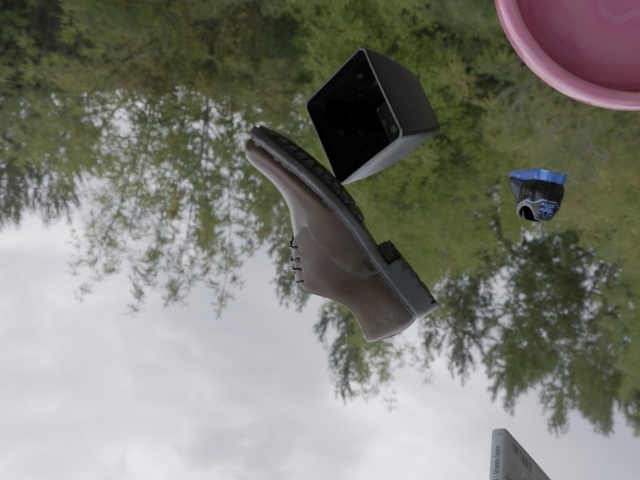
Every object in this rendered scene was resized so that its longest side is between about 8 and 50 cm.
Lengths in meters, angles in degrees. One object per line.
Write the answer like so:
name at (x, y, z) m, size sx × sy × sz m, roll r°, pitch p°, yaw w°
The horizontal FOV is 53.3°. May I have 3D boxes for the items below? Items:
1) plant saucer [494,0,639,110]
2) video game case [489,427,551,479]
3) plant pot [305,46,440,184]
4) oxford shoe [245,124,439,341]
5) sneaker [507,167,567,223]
plant saucer at (0.372, -0.318, 0.772) m, size 0.333 × 0.331 × 0.084 m, roll 13°, pitch -179°, yaw 2°
video game case at (0.201, 0.282, 0.608) m, size 0.019 × 0.157 × 0.143 m, roll -19°, pitch -144°, yaw 34°
plant pot at (0.115, -0.233, 1.219) m, size 0.167 × 0.187 × 0.188 m, roll -8°, pitch -109°, yaw -41°
oxford shoe at (0.000, 0.000, 0.562) m, size 0.227 × 0.096 × 0.083 m, roll 51°, pitch -171°, yaw -5°
sneaker at (0.389, -0.079, 1.181) m, size 0.082 × 0.090 × 0.232 m, roll 14°, pitch -177°, yaw 6°
